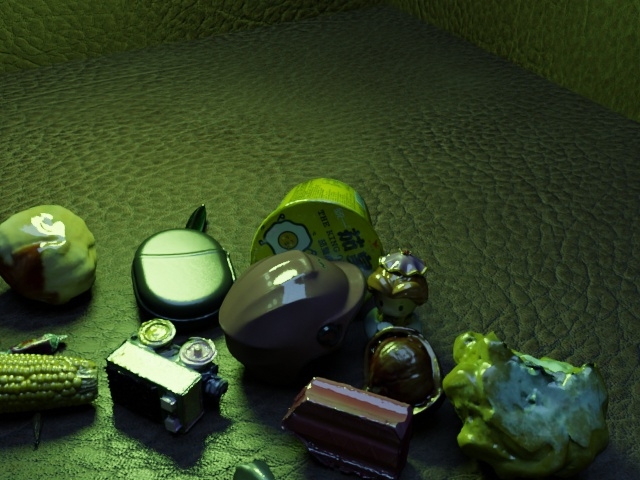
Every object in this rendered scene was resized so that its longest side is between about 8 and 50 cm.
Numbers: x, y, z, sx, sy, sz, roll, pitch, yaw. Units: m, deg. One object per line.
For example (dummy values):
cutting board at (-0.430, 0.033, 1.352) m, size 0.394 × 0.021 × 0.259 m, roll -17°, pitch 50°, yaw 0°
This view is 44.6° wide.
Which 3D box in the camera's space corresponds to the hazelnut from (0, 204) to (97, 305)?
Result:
hazelnut at (-0.681, 0.036, 1.939) m, size 0.261 × 0.241 × 0.261 m, roll 15°, pitch 51°, yaw -20°

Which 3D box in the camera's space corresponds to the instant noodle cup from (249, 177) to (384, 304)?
instant noodle cup at (0.000, 0.000, 1.951) m, size 0.325 × 0.326 × 0.254 m, roll 4°, pitch 26°, yaw 2°

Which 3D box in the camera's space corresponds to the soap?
soap at (0.050, 0.366, 1.527) m, size 0.250 × 0.162 × 0.099 m, roll 15°, pitch 36°, yaw 16°

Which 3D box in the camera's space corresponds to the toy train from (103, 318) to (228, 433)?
toy train at (-0.329, 0.279, 1.656) m, size 0.260 × 0.134 × 0.177 m, roll 20°, pitch 38°, yaw 24°

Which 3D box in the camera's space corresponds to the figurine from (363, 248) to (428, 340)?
figurine at (0.171, 0.143, 1.768) m, size 0.142 × 0.263 × 0.189 m, roll 11°, pitch 31°, yaw 12°

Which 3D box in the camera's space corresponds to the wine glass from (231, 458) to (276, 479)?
wine glass at (-0.226, 0.503, 1.256) m, size 0.323 × 0.238 × 0.238 m, roll -18°, pitch 39°, yaw -34°

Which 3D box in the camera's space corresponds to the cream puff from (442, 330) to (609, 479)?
cream puff at (0.393, 0.342, 1.552) m, size 0.323 × 0.270 × 0.274 m, roll 20°, pitch 72°, yaw 8°

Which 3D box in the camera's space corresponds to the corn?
corn at (-0.638, 0.295, 1.622) m, size 0.346 × 0.130 × 0.130 m, roll -1°, pitch 35°, yaw -8°

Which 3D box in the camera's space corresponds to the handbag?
handbag at (-0.337, 0.089, 1.933) m, size 0.253 × 0.093 × 0.308 m, roll -8°, pitch 45°, yaw -16°

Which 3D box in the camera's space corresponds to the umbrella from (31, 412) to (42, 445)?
umbrella at (-0.577, 0.381, 1.589) m, size 0.020 × 0.031 × 0.083 m, roll 24°, pitch 28°, yaw -28°

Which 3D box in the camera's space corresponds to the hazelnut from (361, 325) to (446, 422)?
hazelnut at (0.178, 0.287, 1.642) m, size 0.160 × 0.170 × 0.202 m, roll 35°, pitch 18°, yaw -35°

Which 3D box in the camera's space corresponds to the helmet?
helmet at (-0.082, 0.139, 1.712) m, size 0.338 × 0.197 × 0.271 m, roll -44°, pitch 37°, yaw 9°

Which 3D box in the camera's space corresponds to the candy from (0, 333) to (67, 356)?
candy at (-0.654, 0.249, 1.764) m, size 0.175 × 0.043 × 0.045 m, roll -19°, pitch 38°, yaw -34°

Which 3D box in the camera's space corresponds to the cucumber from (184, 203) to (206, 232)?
cucumber at (-0.362, -0.007, 2.147) m, size 0.056 × 0.056 × 0.284 m, roll 8°, pitch 38°, yaw 8°
